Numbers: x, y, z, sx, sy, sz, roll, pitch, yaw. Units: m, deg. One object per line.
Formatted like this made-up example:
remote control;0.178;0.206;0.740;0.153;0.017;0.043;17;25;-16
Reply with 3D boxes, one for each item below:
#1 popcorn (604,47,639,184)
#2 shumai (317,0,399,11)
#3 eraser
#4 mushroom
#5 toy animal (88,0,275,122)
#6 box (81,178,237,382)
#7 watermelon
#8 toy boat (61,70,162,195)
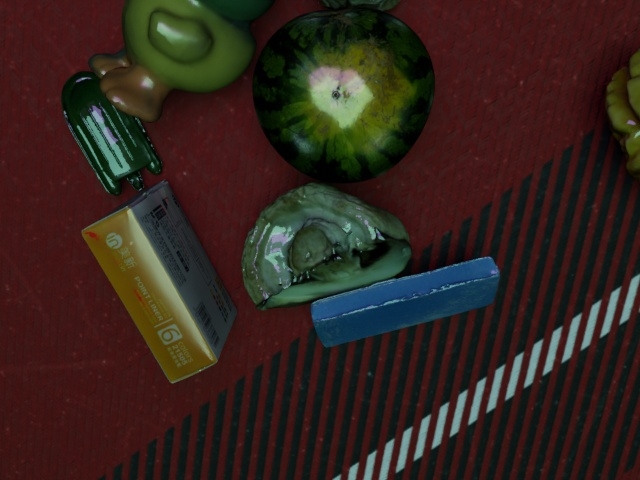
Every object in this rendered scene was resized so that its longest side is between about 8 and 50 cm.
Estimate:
popcorn;0.567;-0.209;1.016;0.264;0.225;0.332;11;81;-16
shumai;0.034;-0.408;0.995;0.201;0.201;0.120;16;144;-5
eraser;0.142;0.106;1.114;0.311;0.144;0.043;-15;63;2
mushroom;0.007;0.000;1.063;0.267;0.189;0.164;-32;64;32
toy animal;-0.180;-0.327;0.969;0.191;0.216;0.338;29;104;-36
box;-0.240;0.055;1.044;0.091;0.221;0.274;-24;101;8
watermelon;0.036;-0.214;0.973;0.269;0.269;0.269;0;104;-2
toy boat;-0.343;-0.175;1.069;0.104;0.052;0.210;-31;103;-11
